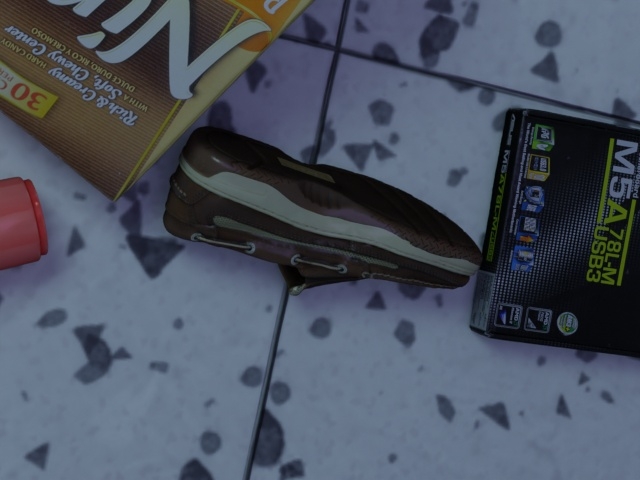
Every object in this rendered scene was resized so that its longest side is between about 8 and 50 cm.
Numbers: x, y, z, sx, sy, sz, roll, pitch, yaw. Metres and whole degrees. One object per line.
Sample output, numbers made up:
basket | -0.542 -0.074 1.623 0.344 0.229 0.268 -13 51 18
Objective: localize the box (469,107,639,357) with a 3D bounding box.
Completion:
box | 0.227 -0.003 1.213 0.184 0.045 0.191 10 92 -16

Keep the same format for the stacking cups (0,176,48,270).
stacking cups | -0.351 0.021 1.014 0.316 0.096 0.096 -11 98 -21

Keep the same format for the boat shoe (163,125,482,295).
boat shoe | -0.002 -0.004 1.127 0.257 0.095 0.095 21 112 -19

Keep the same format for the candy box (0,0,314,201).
candy box | -0.105 -0.197 0.992 0.183 0.087 0.316 40 113 -16
